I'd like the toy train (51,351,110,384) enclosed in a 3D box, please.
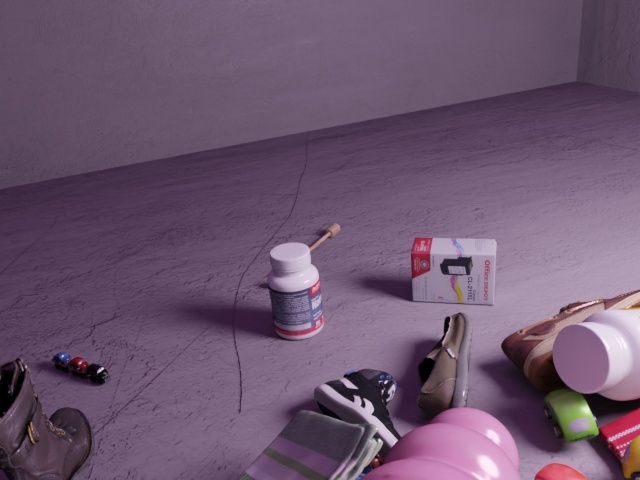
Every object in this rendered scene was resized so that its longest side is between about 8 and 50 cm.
[{"bbox_3d":[-0.478,0.249,1.155,0.158,0.036,0.027,8,29,29],"label":"toy train"}]

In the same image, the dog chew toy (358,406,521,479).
[{"bbox_3d":[0.147,0.317,0.690,0.206,0.207,0.332,7,20,27],"label":"dog chew toy"}]

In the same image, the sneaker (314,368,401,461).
[{"bbox_3d":[0.095,0.266,0.931,0.121,0.079,0.217,-23,28,-28],"label":"sneaker"}]

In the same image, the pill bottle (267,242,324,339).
[{"bbox_3d":[-0.053,0.102,1.200,0.108,0.180,0.108,-5,25,3],"label":"pill bottle"}]

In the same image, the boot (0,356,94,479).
[{"bbox_3d":[-0.420,0.271,0.867,0.091,0.229,0.263,-10,25,-8],"label":"boot"}]

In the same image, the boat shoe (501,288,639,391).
[{"bbox_3d":[0.480,0.151,1.049,0.342,0.123,0.123,-22,30,-17],"label":"boat shoe"}]

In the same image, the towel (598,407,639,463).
[{"bbox_3d":[0.521,0.296,0.752,0.198,0.031,0.275,-29,25,4],"label":"towel"}]

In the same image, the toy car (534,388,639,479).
[{"bbox_3d":[0.372,0.277,0.821,0.239,0.053,0.225,-19,23,5],"label":"toy car"}]

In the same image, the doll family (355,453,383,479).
[{"bbox_3d":[0.007,0.335,0.822,0.193,0.076,0.111,14,27,28],"label":"doll family"}]

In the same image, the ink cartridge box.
[{"bbox_3d":[0.288,0.065,1.260,0.175,0.127,0.072,1,27,16],"label":"ink cartridge box"}]

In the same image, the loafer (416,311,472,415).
[{"bbox_3d":[0.215,0.207,1.014,0.087,0.094,0.251,5,27,14],"label":"loafer"}]

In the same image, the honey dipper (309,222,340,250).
[{"bbox_3d":[0.000,0.000,1.591,0.030,0.030,0.160,11,33,33],"label":"honey dipper"}]

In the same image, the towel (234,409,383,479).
[{"bbox_3d":[-0.089,0.331,0.698,0.325,0.038,0.248,-40,8,-26],"label":"towel"}]

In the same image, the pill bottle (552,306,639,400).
[{"bbox_3d":[0.485,0.173,0.903,0.245,0.136,0.136,0,20,-26],"label":"pill bottle"}]
